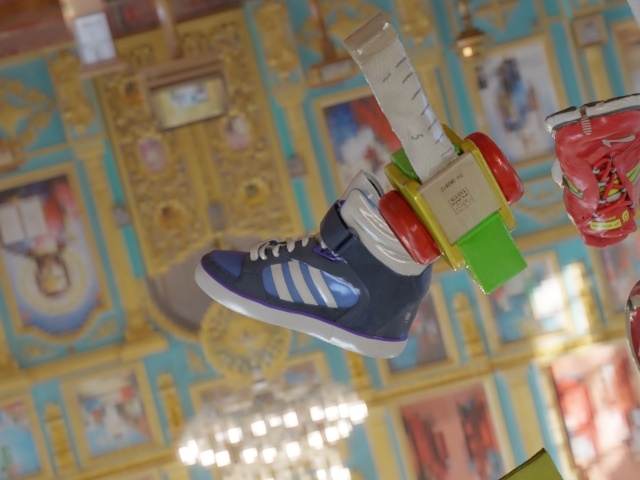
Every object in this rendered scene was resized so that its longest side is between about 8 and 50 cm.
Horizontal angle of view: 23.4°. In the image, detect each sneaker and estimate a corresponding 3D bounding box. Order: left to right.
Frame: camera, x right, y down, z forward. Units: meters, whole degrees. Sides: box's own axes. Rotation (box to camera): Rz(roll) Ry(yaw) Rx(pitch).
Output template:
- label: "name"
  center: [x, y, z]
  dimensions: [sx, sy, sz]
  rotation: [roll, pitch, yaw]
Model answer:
- label: "sneaker"
  center: [0.000, 0.000, 2.069]
  dimensions: [0.322, 0.236, 0.130]
  rotation: [20, -161, 18]
- label: "sneaker"
  center: [0.294, -0.065, 1.576]
  dimensions: [0.107, 0.118, 0.279]
  rotation: [-13, 161, 8]

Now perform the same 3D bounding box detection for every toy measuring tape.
- label: "toy measuring tape"
  center: [0.080, -0.074, 1.233]
  dimensions: [0.121, 0.330, 0.121]
  rotation: [-16, -133, 18]

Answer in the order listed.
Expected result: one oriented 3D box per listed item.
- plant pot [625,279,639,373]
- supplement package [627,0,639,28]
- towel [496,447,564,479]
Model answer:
- label: "plant pot"
  center: [0.485, 0.112, 1.905]
  dimensions: [0.174, 0.191, 0.191]
  rotation: [-16, -175, -14]
- label: "supplement package"
  center: [0.625, -0.353, 2.286]
  dimensions: [0.177, 0.175, 0.293]
  rotation: [-26, -178, -22]
- label: "towel"
  center: [0.233, 0.386, 2.151]
  dimensions: [0.237, 0.102, 0.021]
  rotation: [-33, -145, -3]
